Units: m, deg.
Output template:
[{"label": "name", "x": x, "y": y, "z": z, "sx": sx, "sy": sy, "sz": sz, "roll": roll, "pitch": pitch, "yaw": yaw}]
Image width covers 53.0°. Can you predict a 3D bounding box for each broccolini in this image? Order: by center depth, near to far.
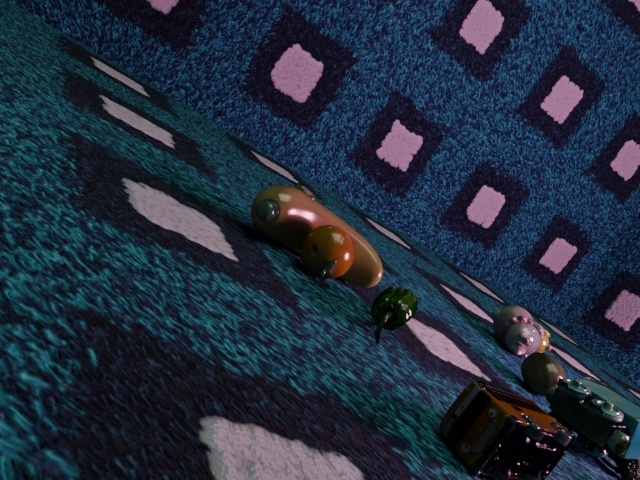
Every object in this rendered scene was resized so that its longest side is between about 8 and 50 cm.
[{"label": "broccolini", "x": 0.595, "y": 0.426, "z": 1.361, "sx": 0.067, "sy": 0.058, "sz": 0.216, "roll": 28, "pitch": 11, "yaw": -31}]

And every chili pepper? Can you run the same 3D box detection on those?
[{"label": "chili pepper", "x": 0.140, "y": 0.132, "z": 1.219, "sx": 0.074, "sy": 0.100, "sz": 0.257, "roll": 53, "pitch": 6, "yaw": 12}]

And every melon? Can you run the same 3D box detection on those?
[{"label": "melon", "x": 0.544, "y": 0.327, "z": 1.572, "sx": 0.098, "sy": 0.098, "sz": 0.131, "roll": 31, "pitch": 7, "yaw": -18}]

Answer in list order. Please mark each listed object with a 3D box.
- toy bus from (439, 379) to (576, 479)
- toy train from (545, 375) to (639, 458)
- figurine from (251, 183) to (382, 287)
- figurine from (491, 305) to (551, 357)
[{"label": "toy bus", "x": 0.262, "y": 0.270, "z": 0.905, "sx": 0.201, "sy": 0.098, "sz": 0.114, "roll": 25, "pitch": 12, "yaw": -43}, {"label": "toy train", "x": 0.570, "y": 0.362, "z": 1.316, "sx": 0.163, "sy": 0.112, "sz": 0.203, "roll": 10, "pitch": 14, "yaw": -26}, {"label": "figurine", "x": 0.000, "y": 0.000, "z": 1.332, "sx": 0.324, "sy": 0.124, "sz": 0.222, "roll": 35, "pitch": 9, "yaw": -16}, {"label": "figurine", "x": 0.607, "y": 0.293, "z": 1.915, "sx": 0.155, "sy": 0.127, "sz": 0.235, "roll": 41, "pitch": 13, "yaw": -13}]
